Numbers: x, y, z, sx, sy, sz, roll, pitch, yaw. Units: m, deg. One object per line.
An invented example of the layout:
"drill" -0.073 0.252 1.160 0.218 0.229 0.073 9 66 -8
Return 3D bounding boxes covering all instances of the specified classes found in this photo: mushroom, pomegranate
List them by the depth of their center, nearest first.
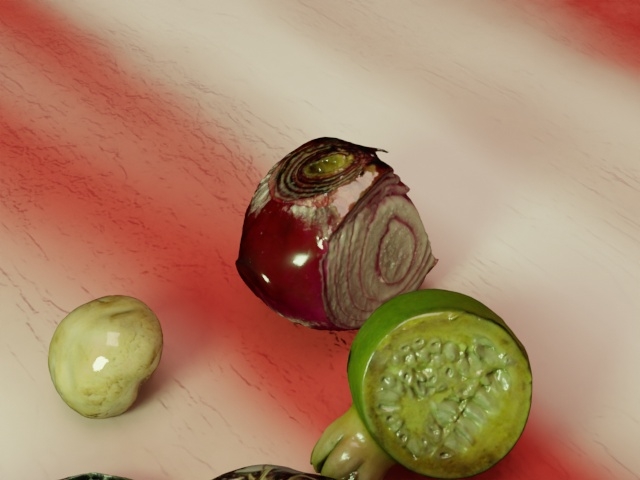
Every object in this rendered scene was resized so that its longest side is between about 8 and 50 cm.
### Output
"pomegranate" 0.108 0.167 1.127 0.190 0.240 0.159 18 3 -8
"mushroom" -0.240 0.128 1.205 0.112 0.148 0.148 22 24 -38

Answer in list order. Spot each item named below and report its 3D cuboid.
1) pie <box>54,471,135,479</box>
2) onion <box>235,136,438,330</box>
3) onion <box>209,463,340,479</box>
"pie" -0.234 0.321 1.021 0.241 0.054 0.240 0 38 0
"onion" -0.004 -0.001 1.287 0.206 0.216 0.207 -42 42 -18
"onion" -0.032 0.317 0.884 0.314 0.232 0.314 2 8 0
